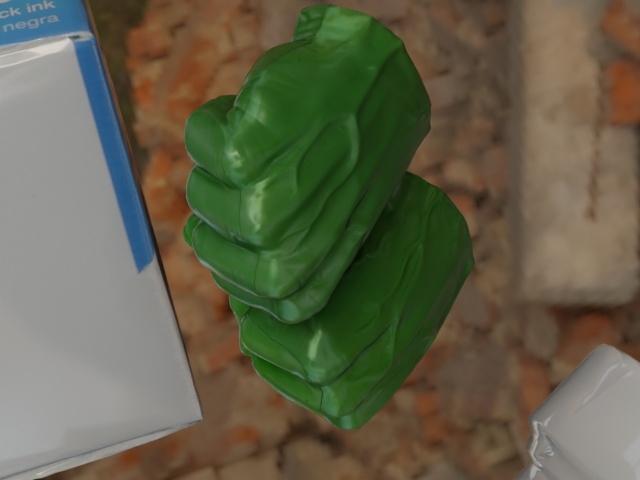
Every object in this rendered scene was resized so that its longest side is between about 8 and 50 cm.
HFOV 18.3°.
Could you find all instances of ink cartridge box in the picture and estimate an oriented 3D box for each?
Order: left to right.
[{"bbox_3d":[-0.102,-0.045,0.574,0.191,0.082,0.140,-110,6,-49],"label":"ink cartridge box"}]

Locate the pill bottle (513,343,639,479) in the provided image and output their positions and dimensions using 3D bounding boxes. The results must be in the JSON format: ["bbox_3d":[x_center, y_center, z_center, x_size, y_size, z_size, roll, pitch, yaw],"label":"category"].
[{"bbox_3d":[0.051,0.230,0.730,0.210,0.363,0.210,41,179,1],"label":"pill bottle"}]

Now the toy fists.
[{"bbox_3d":[0.000,0.000,1.091,0.096,0.142,0.279,19,154,24],"label":"toy fists"}]
